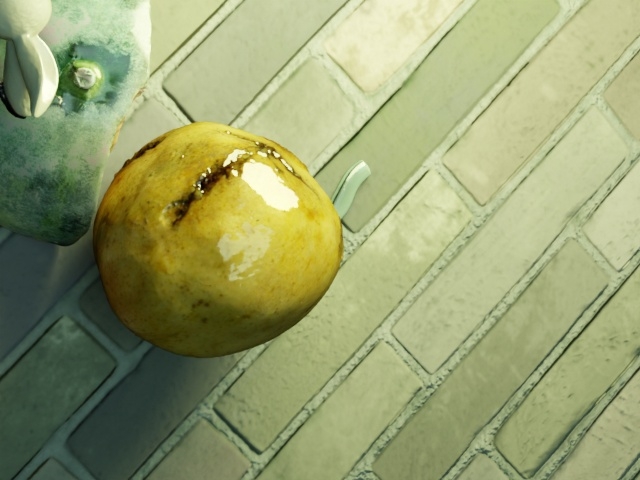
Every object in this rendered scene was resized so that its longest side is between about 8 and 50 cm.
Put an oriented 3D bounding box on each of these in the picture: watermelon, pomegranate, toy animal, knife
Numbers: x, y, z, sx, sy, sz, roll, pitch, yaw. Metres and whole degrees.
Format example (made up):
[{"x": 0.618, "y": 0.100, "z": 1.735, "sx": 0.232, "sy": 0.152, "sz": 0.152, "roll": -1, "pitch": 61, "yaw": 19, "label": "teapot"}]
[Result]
[{"x": -0.283, "y": -0.154, "z": 1.425, "sx": 0.188, "sy": 0.175, "sz": 0.321, "roll": 6, "pitch": 92, "yaw": -24, "label": "watermelon"}, {"x": -0.105, "y": -0.001, "z": 1.477, "sx": 0.260, "sy": 0.260, "sz": 0.260, "roll": -3, "pitch": 97, "yaw": -23, "label": "pomegranate"}, {"x": -0.297, "y": -0.209, "z": 1.308, "sx": 0.182, "sy": 0.131, "sz": 0.127, "roll": 42, "pitch": 80, "yaw": -33, "label": "toy animal"}, {"x": 0.000, "y": 0.000, "z": 1.648, "sx": 0.028, "sy": 0.015, "sz": 0.210, "roll": 33, "pitch": 83, "yaw": -28, "label": "knife"}]
